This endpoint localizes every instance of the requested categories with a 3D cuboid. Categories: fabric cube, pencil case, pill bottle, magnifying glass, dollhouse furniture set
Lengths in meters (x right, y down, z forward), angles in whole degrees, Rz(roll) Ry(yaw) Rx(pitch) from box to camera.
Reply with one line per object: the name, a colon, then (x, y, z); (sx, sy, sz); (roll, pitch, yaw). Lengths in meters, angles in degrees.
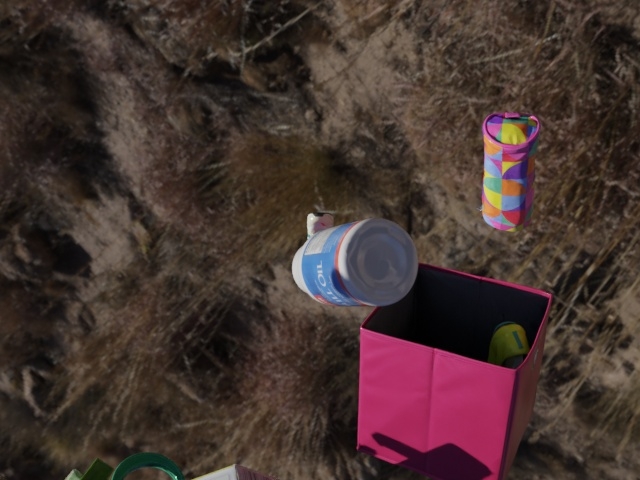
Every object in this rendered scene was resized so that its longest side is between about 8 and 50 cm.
fabric cube: (0.228, 0.225, 1.148); (0.259, 0.254, 0.258); (13, 118, 25)
pencil case: (0.331, -0.118, 1.187); (0.104, 0.104, 0.236); (34, 156, 30)
pill bottle: (0.040, 0.038, 1.015); (0.124, 0.124, 0.221); (50, 159, -11)
magnifying glass: (-0.184, 0.354, 0.811); (0.231, 0.092, 0.026); (50, 136, 39)
dollhouse furniture set: (-0.378, 0.407, 1.086); (0.076, 0.059, 0.152); (38, 133, -7)

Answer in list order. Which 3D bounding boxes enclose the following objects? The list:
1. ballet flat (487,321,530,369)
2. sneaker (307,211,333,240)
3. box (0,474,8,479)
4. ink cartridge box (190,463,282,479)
ballet flat: (0.311, 0.238, 1.128); (0.077, 0.077, 0.231); (-113, 15, -50)
sneaker: (0.000, 0.000, 1.442); (0.057, 0.075, 0.161); (-1, 154, -3)
box: (-0.209, 0.195, 0.340); (0.093, 0.156, 0.158); (9, 139, 45)
ink cartridge box: (-0.193, 0.477, 1.148); (0.303, 0.307, 0.072); (46, -153, -54)
